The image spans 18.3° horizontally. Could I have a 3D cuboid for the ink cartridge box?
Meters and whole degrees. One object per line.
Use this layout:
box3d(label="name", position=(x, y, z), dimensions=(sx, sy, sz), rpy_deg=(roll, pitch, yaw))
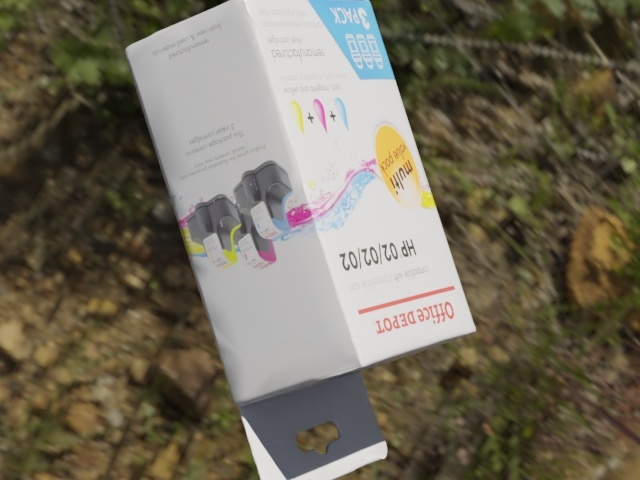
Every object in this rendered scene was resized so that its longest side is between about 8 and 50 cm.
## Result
box3d(label="ink cartridge box", position=(0.000, 0.000, 0.772), dimensions=(0.062, 0.104, 0.181), rpy_deg=(-19, 86, 29))
